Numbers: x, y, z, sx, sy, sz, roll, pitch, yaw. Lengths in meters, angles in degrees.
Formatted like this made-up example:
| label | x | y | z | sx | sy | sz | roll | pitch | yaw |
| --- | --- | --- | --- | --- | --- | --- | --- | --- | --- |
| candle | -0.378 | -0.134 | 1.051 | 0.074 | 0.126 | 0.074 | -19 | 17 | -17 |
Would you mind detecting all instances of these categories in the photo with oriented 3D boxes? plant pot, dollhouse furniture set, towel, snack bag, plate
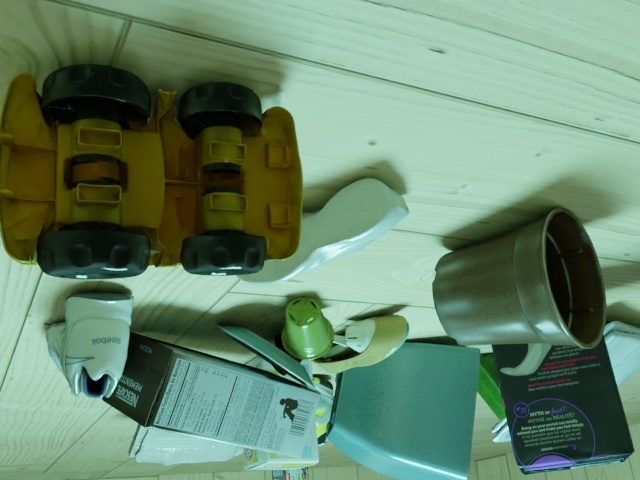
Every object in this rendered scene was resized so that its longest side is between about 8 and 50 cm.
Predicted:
| label | x | y | z | sx | sy | sz | roll | pitch | yaw |
| --- | --- | --- | --- | --- | --- | --- | --- | --- | --- |
| plant pot | -0.023 | 0.126 | 1.046 | 0.083 | 0.083 | 0.079 | -7 | 145 | 2 |
| plant pot | 0.149 | 0.334 | 1.360 | 0.252 | 0.248 | 0.247 | 12 | 156 | -1 |
| dollhouse furniture set | 0.453 | 0.235 | 1.411 | 0.197 | 0.151 | 0.301 | -21 | 143 | -18 |
| towel | -0.312 | 0.469 | 1.684 | 0.282 | 0.049 | 0.187 | 7 | 123 | -29 |
| plant pot | 0.241 | 0.061 | 0.859 | 0.165 | 0.167 | 0.167 | -17 | 155 | 41 |
| snack bag | 0.527 | 0.290 | 1.371 | 0.342 | 0.037 | 0.323 | 15 | 122 | -47 |
| plate | -0.083 | 0.180 | 1.107 | 0.188 | 0.024 | 0.188 | 30 | 167 | 8 |

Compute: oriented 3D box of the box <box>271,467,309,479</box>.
| label | x | y | z | sx | sy | sz | roll | pitch | yaw |
| --- | --- | --- | --- | --- | --- | --- | --- | --- | --- |
| box | -0.080 | 0.509 | 1.727 | 0.036 | 0.207 | 0.114 | -19 | 153 | 27 |

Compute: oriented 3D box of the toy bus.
| label | x | y | z | sx | sy | sz | roll | pitch | yaw |
| --- | --- | --- | --- | --- | --- | --- | --- | --- | --- |
| toy bus | -0.148 | -0.033 | 0.583 | 0.220 | 0.149 | 0.211 | 1 | 169 | -22 |

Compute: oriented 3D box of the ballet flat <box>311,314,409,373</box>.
| label | x | y | z | sx | sy | sz | roll | pitch | yaw |
| --- | --- | --- | --- | --- | --- | --- | --- | --- | --- |
| ballet flat | 0.056 | 0.177 | 1.175 | 0.073 | 0.080 | 0.232 | 24 | 144 | -23 |

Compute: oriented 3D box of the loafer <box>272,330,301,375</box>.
| label | x | y | z | sx | sy | sz | roll | pitch | yaw |
| --- | --- | --- | --- | --- | --- | --- | --- | --- | --- |
| loafer | -0.043 | 0.177 | 1.186 | 0.061 | 0.062 | 0.170 | -39 | 173 | -29 |

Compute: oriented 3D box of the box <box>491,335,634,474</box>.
| label | x | y | z | sx | sy | sz | roll | pitch | yaw |
| --- | --- | --- | --- | --- | --- | --- | --- | --- | --- |
| box | 0.360 | 0.210 | 1.070 | 0.165 | 0.270 | 0.143 | -12 | 156 | 14 |

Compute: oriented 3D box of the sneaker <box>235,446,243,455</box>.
| label | x | y | z | sx | sy | sz | roll | pitch | yaw |
| --- | --- | --- | --- | --- | --- | --- | --- | --- | --- |
| sneaker | -0.276 | 0.518 | 1.833 | 0.252 | 0.103 | 0.111 | 3 | 156 | -21 |

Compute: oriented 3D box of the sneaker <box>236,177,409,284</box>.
| label | x | y | z | sx | sy | sz | roll | pitch | yaw |
| --- | --- | --- | --- | --- | --- | --- | --- | --- | --- |
| sneaker | 0.000 | 0.000 | 0.766 | 0.212 | 0.080 | 0.094 | -19 | 165 | 25 |

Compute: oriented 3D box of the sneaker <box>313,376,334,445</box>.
| label | x | y | z | sx | sy | sz | roll | pitch | yaw |
| --- | --- | --- | --- | --- | --- | --- | --- | --- | --- |
| sneaker | -0.160 | 0.393 | 1.522 | 0.384 | 0.147 | 0.145 | -8 | 158 | 8 |

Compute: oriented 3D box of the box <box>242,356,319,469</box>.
| label | x | y | z | sx | sy | sz | roll | pitch | yaw |
| --- | --- | --- | --- | --- | --- | --- | --- | --- | --- |
| box | -0.082 | 0.332 | 1.329 | 0.114 | 0.203 | 0.103 | 9 | 152 | -30 |

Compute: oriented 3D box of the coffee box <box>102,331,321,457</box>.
| label | x | y | z | sx | sy | sz | roll | pitch | yaw |
| --- | --- | --- | --- | --- | --- | --- | --- | --- | --- |
| coffee box | -0.172 | 0.251 | 1.120 | 0.297 | 0.119 | 0.168 | 25 | 169 | -36 |

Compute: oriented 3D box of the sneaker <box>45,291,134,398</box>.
| label | x | y | z | sx | sy | sz | roll | pitch | yaw |
| --- | --- | --- | --- | --- | --- | --- | --- | --- | --- |
| sneaker | -0.340 | 0.172 | 1.002 | 0.111 | 0.129 | 0.297 | 2 | 156 | -22 |
